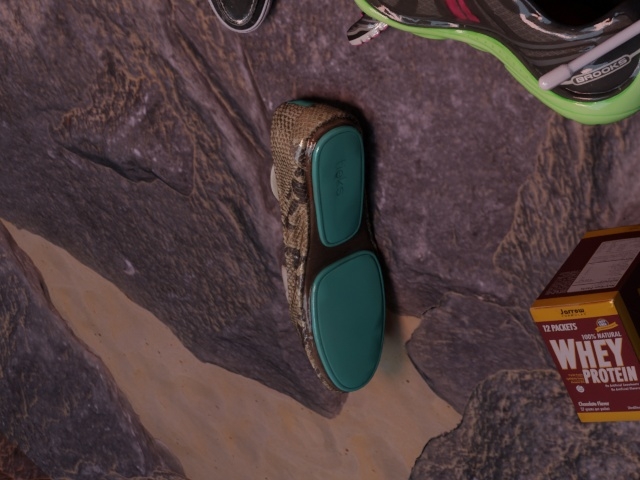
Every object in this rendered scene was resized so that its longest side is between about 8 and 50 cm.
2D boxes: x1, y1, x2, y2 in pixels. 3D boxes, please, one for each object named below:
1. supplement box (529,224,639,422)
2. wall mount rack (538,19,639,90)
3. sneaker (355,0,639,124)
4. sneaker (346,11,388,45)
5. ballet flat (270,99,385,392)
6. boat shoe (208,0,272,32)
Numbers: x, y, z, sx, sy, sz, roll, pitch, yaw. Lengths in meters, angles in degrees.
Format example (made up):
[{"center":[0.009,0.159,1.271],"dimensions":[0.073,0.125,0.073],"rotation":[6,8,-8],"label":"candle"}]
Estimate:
[{"center":[0.409,0.110,1.913],"dimensions":[0.129,0.194,0.191],"rotation":[-9,116,42],"label":"supplement box"},{"center":[0.310,-0.338,1.502],"dimensions":[0.304,0.130,0.350],"rotation":[-45,67,45],"label":"wall mount rack"},{"center":[0.211,-0.325,1.706],"dimensions":[0.483,0.185,0.202],"rotation":[30,141,25],"label":"sneaker"},{"center":[0.083,-0.332,1.920],"dimensions":[0.075,0.063,0.170],"rotation":[47,133,-3],"label":"sneaker"},{"center":[0.000,0.000,2.205],"dimensions":[0.182,0.164,0.483],"rotation":[30,135,48],"label":"ballet flat"},{"center":[-0.121,-0.411,1.966],"dimensions":[0.113,0.105,0.306],"rotation":[7,129,4],"label":"boat shoe"}]
